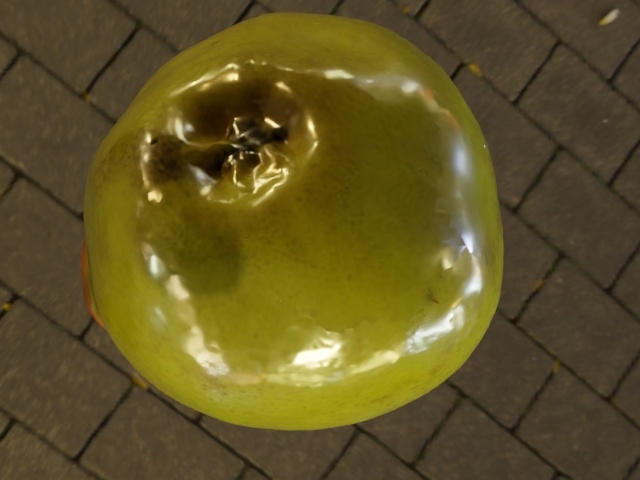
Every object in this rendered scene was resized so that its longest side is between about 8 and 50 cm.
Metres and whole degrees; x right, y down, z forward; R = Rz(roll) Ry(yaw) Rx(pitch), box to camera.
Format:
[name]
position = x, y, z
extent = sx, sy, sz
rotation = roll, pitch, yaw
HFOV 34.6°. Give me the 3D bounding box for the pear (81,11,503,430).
[pear]
position = 0.000, 0.000, 0.735
extent = 0.287, 0.375, 0.287
rotation = -9, 66, 22
